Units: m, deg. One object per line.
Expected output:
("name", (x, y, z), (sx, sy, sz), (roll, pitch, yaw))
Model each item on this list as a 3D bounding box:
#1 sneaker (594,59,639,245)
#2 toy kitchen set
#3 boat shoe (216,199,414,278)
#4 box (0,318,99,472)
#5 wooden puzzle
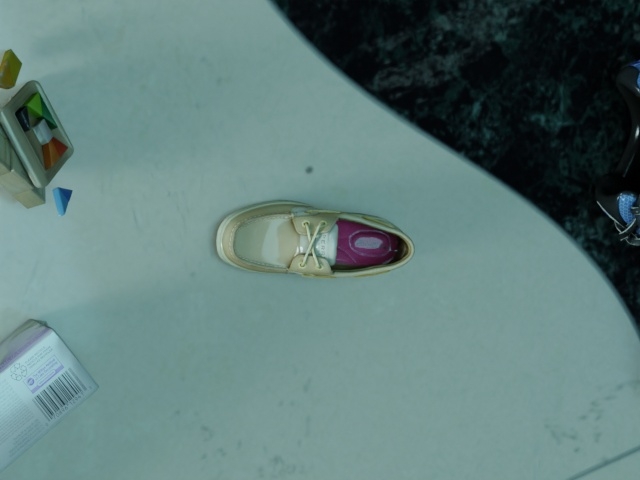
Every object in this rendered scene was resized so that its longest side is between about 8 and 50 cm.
("sneaker", (0.317, -0.012, 1.505), (0.147, 0.130, 0.330), (-7, 96, -11))
("toy kitchen set", (-0.258, -0.066, 1.252), (0.083, 0.075, 0.068), (49, 29, -55))
("boat shoe", (0.000, 0.000, 1.367), (0.170, 0.059, 0.063), (-1, 96, -27))
("box", (-0.310, 0.184, 1.230), (0.324, 0.063, 0.067), (-42, 110, -17))
("wooden puzzle", (-0.212, -0.082, 1.253), (0.014, 0.078, 0.116), (-19, 116, 19))
